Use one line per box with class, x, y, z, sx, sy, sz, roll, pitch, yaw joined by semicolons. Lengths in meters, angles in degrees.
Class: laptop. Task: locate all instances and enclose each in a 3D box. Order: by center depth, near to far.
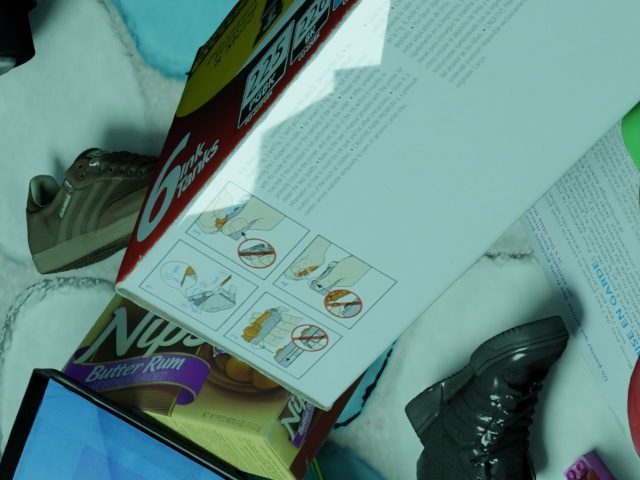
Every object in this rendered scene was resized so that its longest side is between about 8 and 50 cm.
laptop;-0.119;0.250;1.177;0.264;0.137;0.234;-106;29;-41

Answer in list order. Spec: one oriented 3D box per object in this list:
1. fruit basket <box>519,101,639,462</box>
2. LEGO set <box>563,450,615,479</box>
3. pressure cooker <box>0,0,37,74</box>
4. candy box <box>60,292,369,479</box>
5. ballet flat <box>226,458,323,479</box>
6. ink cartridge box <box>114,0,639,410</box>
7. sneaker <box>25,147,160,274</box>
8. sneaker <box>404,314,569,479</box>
fruit basket;0.230;0.043;0.904;0.327;0.165;0.353;64;161;15
LEGO set;0.162;0.238;1.037;0.227;0.093;0.087;54;129;19
pressure cooker;-0.375;-0.203;1.238;0.375;0.370;0.420;-10;95;41
candy box;-0.066;0.077;1.196;0.187;0.109;0.053;10;146;40
ballet flat;-0.012;0.214;1.213;0.077;0.077;0.231;-38;69;62
ink cartridge box;0.054;-0.120;0.931;0.130;0.272;0.309;31;128;-15
sneaker;-0.135;-0.031;1.265;0.188;0.066;0.071;-21;84;42
sneaker;0.100;0.112;1.092;0.170;0.051;0.089;-43;64;51
